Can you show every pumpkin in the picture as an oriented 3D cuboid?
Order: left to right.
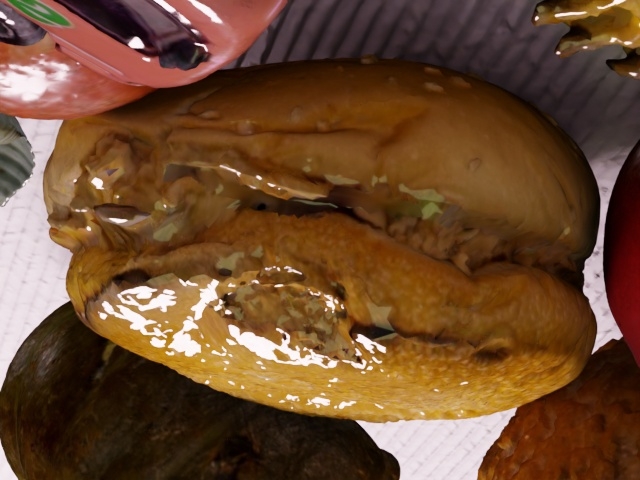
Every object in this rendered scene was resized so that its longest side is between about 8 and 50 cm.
[{"bbox_3d":[-0.113,0.151,1.239,0.232,0.242,0.325,39,167,-8],"label":"pumpkin"}]

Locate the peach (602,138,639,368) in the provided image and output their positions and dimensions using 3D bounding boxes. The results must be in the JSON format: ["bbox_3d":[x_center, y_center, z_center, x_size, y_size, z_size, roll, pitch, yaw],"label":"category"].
[{"bbox_3d":[0.229,0.001,0.940,0.197,0.197,0.197,11,149,7],"label":"peach"}]

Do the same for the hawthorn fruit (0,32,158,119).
[{"bbox_3d":[-0.114,-0.137,0.869,0.173,0.173,0.173,11,149,7],"label":"hawthorn fruit"}]

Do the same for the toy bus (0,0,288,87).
[{"bbox_3d":[-0.151,-0.231,0.631,0.427,0.203,0.233,33,170,-27],"label":"toy bus"}]

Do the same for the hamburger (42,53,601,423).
[{"bbox_3d":[0.000,0.000,0.995,0.290,0.170,0.314,0,169,14],"label":"hamburger"}]

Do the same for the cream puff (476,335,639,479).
[{"bbox_3d":[0.237,0.146,1.095,0.303,0.303,0.212,9,107,9],"label":"cream puff"}]

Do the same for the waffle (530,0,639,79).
[{"bbox_3d":[0.229,-0.123,0.725,0.329,0.062,0.329,1,164,0],"label":"waffle"}]

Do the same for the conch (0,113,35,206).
[{"bbox_3d":[-0.247,-0.064,1.102,0.135,0.102,0.153,-27,164,34],"label":"conch"}]
